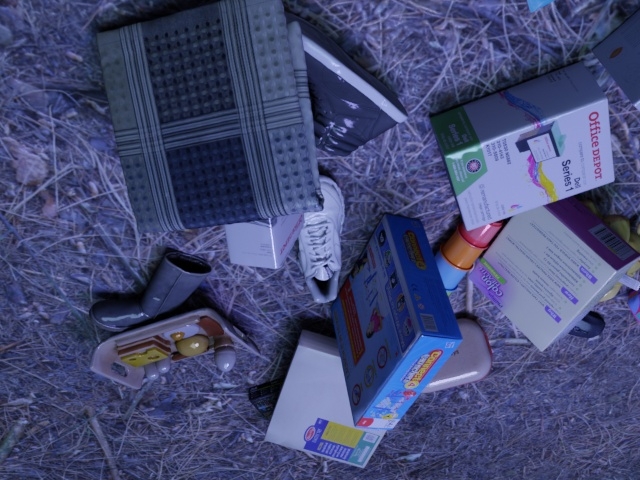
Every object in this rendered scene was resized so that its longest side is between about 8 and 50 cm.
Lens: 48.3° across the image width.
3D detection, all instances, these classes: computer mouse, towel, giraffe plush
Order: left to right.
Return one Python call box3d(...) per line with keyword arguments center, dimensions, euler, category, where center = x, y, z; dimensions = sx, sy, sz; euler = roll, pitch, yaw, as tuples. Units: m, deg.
box3d(center=(-0.162, -0.183, 1.050), dimensions=(0.313, 0.056, 0.323), euler=(-7, 98, 20), category="towel")
box3d(center=(0.581, 0.200, 1.713), dimensions=(0.242, 0.041, 0.071), euler=(7, 134, -16), category="computer mouse")
box3d(center=(0.598, 0.018, 1.465), dimensions=(0.171, 0.210, 0.181), euler=(-10, 140, -43), category="giraffe plush")

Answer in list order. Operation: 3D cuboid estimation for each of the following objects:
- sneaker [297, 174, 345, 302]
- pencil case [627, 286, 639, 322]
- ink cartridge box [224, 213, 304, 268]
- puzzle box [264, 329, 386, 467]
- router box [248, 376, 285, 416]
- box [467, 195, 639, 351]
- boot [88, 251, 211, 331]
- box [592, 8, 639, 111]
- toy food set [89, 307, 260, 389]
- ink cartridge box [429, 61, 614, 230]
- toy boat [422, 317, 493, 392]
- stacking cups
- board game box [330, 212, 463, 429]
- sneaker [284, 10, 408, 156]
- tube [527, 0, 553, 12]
box3d(center=(0.000, 0.000, 1.363), dimensions=(0.110, 0.118, 0.292), euler=(-8, 134, 1), category="sneaker")
box3d(center=(0.814, 0.102, 1.617), dimensions=(0.105, 0.104, 0.236), euler=(27, 123, -31), category="pencil case")
box3d(center=(-0.097, -0.085, 1.188), dimensions=(0.093, 0.160, 0.219), euler=(6, 124, 16), category="ink cartridge box")
box3d(center=(0.034, 0.389, 1.697), dimensions=(0.272, 0.052, 0.408), euler=(17, 132, -3), category="puzzle box")
box3d(center=(-0.108, 0.392, 1.792), dimensions=(0.123, 0.038, 0.092), euler=(-19, 134, 10), category="router box")
box3d(center=(0.451, 0.052, 1.402), dimensions=(0.117, 0.213, 0.242), euler=(-18, 147, -43), category="box")
box3d(center=(-0.344, 0.104, 1.439), dimensions=(0.190, 0.076, 0.208), euler=(6, 142, -35), category="boot")
box3d(center=(0.537, -0.282, 1.129), dimensions=(0.091, 0.170, 0.130), euler=(28, 125, -30), category="box")
box3d(center=(-0.305, 0.249, 1.532), dimensions=(0.306, 0.092, 0.219), euler=(-18, 154, 8), category="toy food set")
box3d(center=(0.358, -0.161, 1.259), dimensions=(0.278, 0.117, 0.201), euler=(-19, 135, 9), category="ink cartridge box")
box3d(center=(0.286, 0.278, 1.695), dimensions=(0.231, 0.150, 0.151), euler=(-15, 164, 6), category="toy boat")
box3d(center=(0.260, 0.052, 1.486), dimensions=(0.096, 0.096, 0.316), euler=(13, 127, -21), category="stacking cups")
box3d(center=(0.134, 0.161, 1.411), dimensions=(0.086, 0.308, 0.301), euler=(9, 133, -20), category="board game box")
box3d(center=(-0.002, -0.232, 1.135), dimensions=(0.147, 0.104, 0.296), euler=(-41, 132, 21), category="sneaker")
box3d(center=(0.404, -0.416, 1.063), dimensions=(0.207, 0.052, 0.080), euler=(-21, 130, 19), category="tube")
